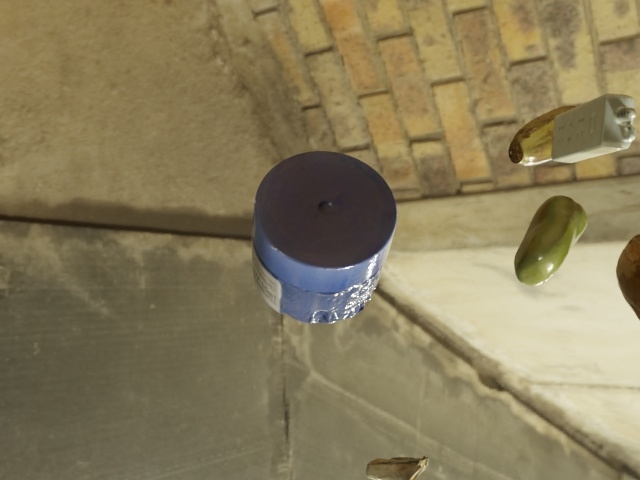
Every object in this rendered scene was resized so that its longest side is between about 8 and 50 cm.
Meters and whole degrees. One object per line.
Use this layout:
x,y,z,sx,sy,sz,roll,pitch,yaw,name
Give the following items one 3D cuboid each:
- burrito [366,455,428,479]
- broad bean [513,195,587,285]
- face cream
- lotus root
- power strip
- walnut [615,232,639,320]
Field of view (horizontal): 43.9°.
0.155,0.466,1.613,0.041,0.149,0.055,17,66,-46,burrito
0.366,-0.001,1.286,0.174,0.082,0.124,-46,169,-30,broad bean
0.000,0.000,1.429,0.225,0.248,0.249,100,5,-59,face cream
0.543,-0.247,1.868,0.258,0.097,0.110,-23,87,-22,lotus root
0.512,-0.209,1.503,0.338,0.058,0.098,-171,-92,-88,power strip
0.582,0.071,1.309,0.167,0.167,0.207,56,13,-37,walnut
